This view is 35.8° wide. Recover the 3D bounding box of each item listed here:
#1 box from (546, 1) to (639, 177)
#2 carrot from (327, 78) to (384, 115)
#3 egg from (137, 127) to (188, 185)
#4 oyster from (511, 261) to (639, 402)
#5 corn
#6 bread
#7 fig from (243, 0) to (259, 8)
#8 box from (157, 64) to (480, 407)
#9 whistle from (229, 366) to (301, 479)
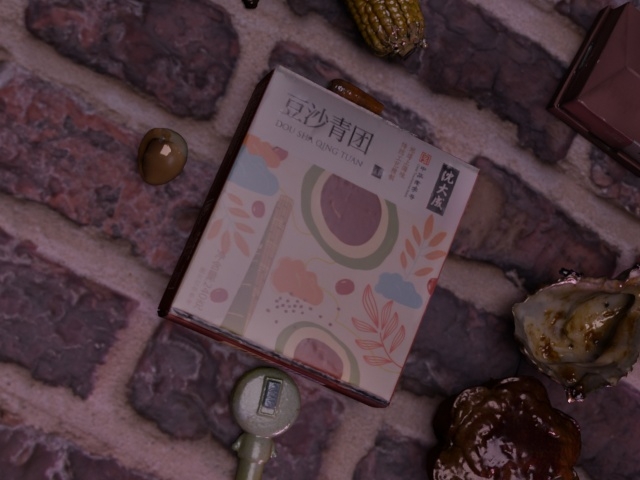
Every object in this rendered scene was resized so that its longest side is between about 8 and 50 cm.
[{"bbox_3d":[0.518,-0.250,1.634,0.215,0.086,0.215,33,78,-13],"label":"box"},{"bbox_3d":[0.054,-0.221,1.528,0.093,0.032,0.032,25,80,-16],"label":"carrot"},{"bbox_3d":[-0.227,-0.119,1.419,0.071,0.071,0.083,23,98,-13],"label":"egg"},{"bbox_3d":[0.448,0.108,1.568,0.337,0.133,0.198,-32,93,-18],"label":"oyster"},{"bbox_3d":[0.066,-0.418,1.505,0.115,0.115,0.318,-25,91,-16],"label":"corn"},{"bbox_3d":[0.284,0.317,1.504,0.246,0.135,0.232,21,81,-13],"label":"bread"},{"bbox_3d":[-0.130,-0.458,1.441,0.203,0.235,0.203,-1,47,1],"label":"fig"},{"bbox_3d":[0.000,0.000,1.449,0.344,0.122,0.385,25,80,-13],"label":"box"},{"bbox_3d":[-0.090,0.281,1.439,0.104,0.057,0.198,15,81,-14],"label":"whistle"}]
